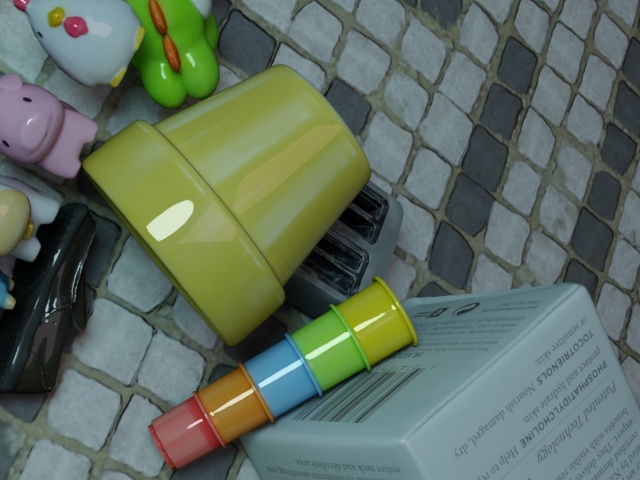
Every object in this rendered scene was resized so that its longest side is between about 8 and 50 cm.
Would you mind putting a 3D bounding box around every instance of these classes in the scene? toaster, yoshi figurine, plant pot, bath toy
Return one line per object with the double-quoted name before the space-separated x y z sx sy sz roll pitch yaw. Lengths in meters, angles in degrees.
"toaster" 0.000 0.000 1.375 0.186 0.110 0.168 34 66 -28
"yoshi figurine" -0.206 -0.323 1.244 0.203 0.204 0.362 -25 100 -56
"plant pot" -0.086 -0.055 1.191 0.239 0.254 0.254 -39 108 -8
"bath toy" -0.297 -0.099 1.099 0.129 0.151 0.348 26 89 -21

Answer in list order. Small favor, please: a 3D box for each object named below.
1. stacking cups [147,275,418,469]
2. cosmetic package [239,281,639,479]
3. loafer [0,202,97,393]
"stacking cups" -0.042 0.163 1.267 0.316 0.096 0.096 -32 104 -8
"cosmetic package" 0.179 0.305 1.328 0.327 0.329 0.393 -35 105 -34
"loafer" -0.288 0.065 1.188 0.078 0.080 0.220 32 71 -39
